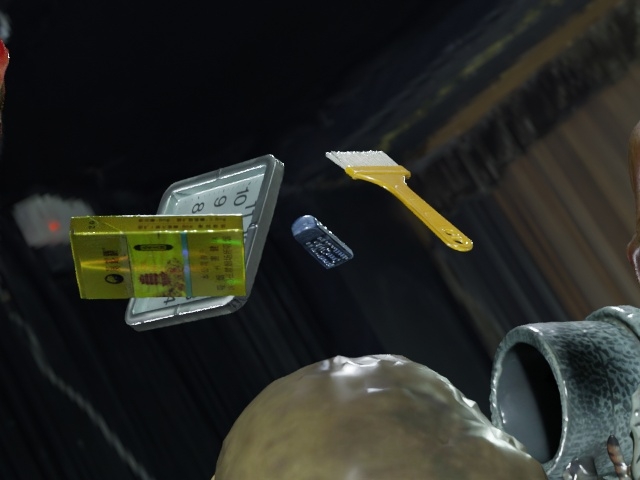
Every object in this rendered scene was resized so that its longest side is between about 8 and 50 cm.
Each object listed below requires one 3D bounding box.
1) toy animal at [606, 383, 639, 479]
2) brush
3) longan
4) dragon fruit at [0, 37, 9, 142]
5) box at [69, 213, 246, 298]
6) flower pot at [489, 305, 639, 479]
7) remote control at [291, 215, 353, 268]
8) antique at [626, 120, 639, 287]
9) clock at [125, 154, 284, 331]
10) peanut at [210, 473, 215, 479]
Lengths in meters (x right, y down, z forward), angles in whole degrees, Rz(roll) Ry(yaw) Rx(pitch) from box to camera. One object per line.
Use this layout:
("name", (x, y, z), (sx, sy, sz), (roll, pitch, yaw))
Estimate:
("toy animal", (0.501, 0.262, 1.955), (0.090, 0.255, 0.170), (55, -129, -63))
("brush", (0.118, -0.057, 2.070), (0.103, 0.272, 0.013), (-2, -58, -36))
("longan", (0.069, 0.360, 1.915), (0.404, 0.436, 0.404), (-38, -21, -18))
("dragon fruit", (-0.423, -0.166, 1.615), (0.211, 0.262, 0.134), (100, -164, -63))
("box", (-0.183, 0.019, 1.742), (0.193, 0.030, 0.121), (-2, -40, -2))
("flower pot", (0.442, 0.236, 2.331), (0.283, 0.299, 0.299), (-2, -28, -23))
("remote control", (0.001, 0.001, 2.059), (0.043, 0.027, 0.152), (-30, -28, 8))
("antique", (0.404, -0.034, 1.737), (0.121, 0.143, 0.256), (-16, -51, 0))
("clock", (-0.181, 0.009, 2.427), (0.279, 0.273, 0.049), (-13, -38, 42))
("peanut", (-0.113, 0.390, 2.339), (0.095, 0.108, 0.226), (-47, 12, -17))
